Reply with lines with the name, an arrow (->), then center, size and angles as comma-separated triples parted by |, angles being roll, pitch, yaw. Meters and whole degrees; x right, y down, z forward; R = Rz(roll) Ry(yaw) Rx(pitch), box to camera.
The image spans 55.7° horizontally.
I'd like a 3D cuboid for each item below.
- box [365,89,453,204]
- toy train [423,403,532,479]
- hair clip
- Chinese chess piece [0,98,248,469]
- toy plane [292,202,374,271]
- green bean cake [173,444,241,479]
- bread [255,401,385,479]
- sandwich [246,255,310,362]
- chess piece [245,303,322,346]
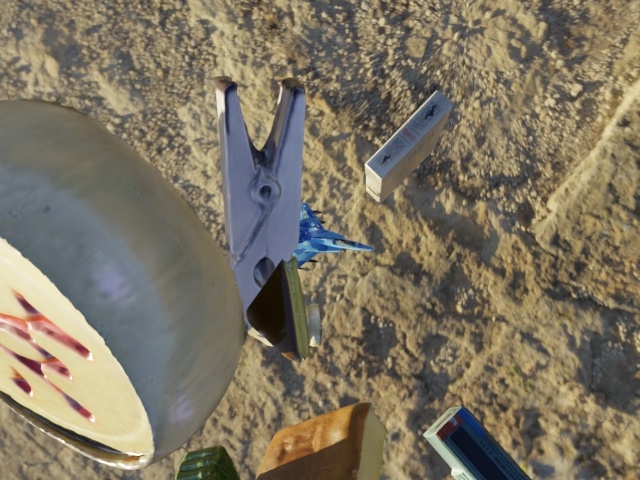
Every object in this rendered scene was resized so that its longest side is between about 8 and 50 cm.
box -> 0.183, -0.187, 1.327 | 0.051, 0.365, 0.204 | 45, 90, 6
toy train -> 0.322, 0.432, 0.919 | 0.089, 0.086, 0.409 | -38, 79, -14
hair clip -> -0.076, -0.041, 0.781 | 0.101, 0.085, 0.330 | -7, 114, -20
Chinese chess piece -> -0.166, 0.033, 0.389 | 0.250, 0.103, 0.249 | 20, 136, 21
toy plane -> 0.002, 0.002, 1.365 | 0.247, 0.078, 0.169 | 9, 77, 10
green bean cake -> -0.277, 0.635, 1.482 | 0.113, 0.200, 0.214 | -10, 116, 14
bread -> -0.004, 0.594, 1.577 | 0.324, 0.333, 0.143 | -26, 105, 20
sandwich -> -0.035, 0.055, 0.467 | 0.044, 0.031, 0.083 | -7, 96, 18
chess piece -> -0.100, 0.172, 1.222 | 0.201, 0.090, 0.089 | 0, 110, -4
